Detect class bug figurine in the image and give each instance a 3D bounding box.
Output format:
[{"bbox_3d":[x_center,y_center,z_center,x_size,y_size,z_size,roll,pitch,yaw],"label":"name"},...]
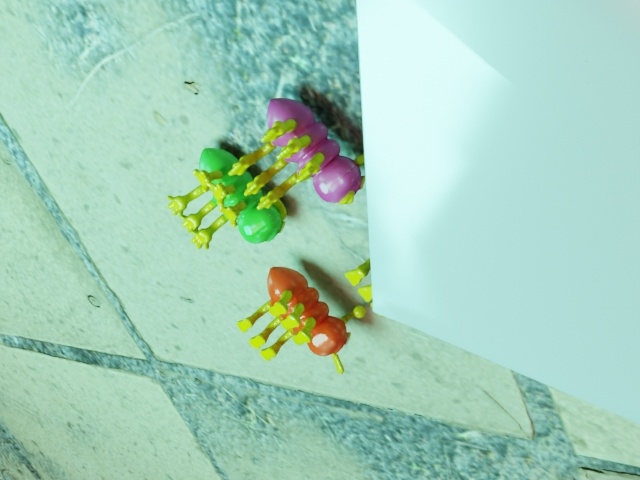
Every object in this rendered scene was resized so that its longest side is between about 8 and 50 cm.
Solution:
[{"bbox_3d":[0.000,0.000,0.848,0.216,0.072,0.279,51,149,-7],"label":"bug figurine"}]

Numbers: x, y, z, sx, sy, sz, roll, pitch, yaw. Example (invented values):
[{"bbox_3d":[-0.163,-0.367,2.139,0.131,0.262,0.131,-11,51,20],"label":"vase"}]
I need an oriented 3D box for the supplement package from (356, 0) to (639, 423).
[{"bbox_3d":[0.163,-0.087,0.423,0.199,0.263,0.198,22,143,24],"label":"supplement package"}]
